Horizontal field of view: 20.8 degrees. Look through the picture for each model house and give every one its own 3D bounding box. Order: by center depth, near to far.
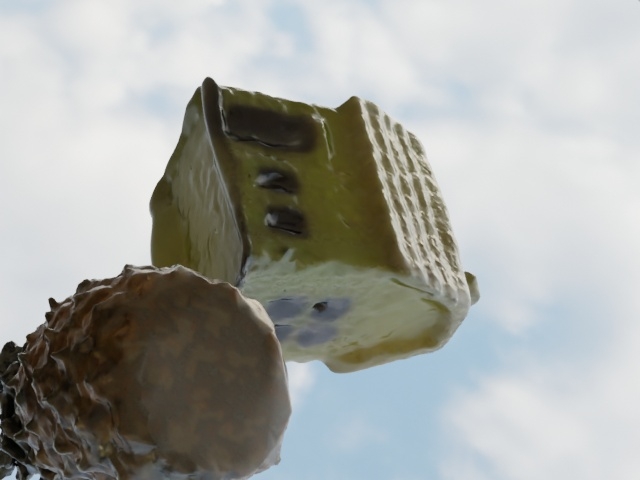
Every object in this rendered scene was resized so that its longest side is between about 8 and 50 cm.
[{"bbox_3d":[0.000,0.000,1.392,0.175,0.234,0.193,-57,-144,42],"label":"model house"}]

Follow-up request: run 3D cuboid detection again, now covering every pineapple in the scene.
[{"bbox_3d":[-0.162,0.111,1.178,0.340,0.169,0.169,-16,-143,53],"label":"pineapple"}]
